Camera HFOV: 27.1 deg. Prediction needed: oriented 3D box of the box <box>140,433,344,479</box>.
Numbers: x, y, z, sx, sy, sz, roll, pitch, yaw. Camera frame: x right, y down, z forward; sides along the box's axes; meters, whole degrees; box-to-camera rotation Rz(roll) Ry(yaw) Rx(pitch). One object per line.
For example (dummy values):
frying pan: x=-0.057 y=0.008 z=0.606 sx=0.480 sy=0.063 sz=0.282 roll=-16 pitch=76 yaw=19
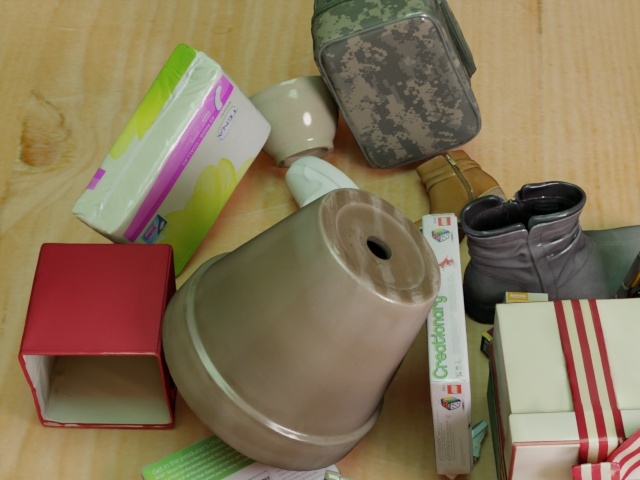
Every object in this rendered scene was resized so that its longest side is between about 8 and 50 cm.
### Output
box: x=-0.061 y=0.379 z=1.727 sx=0.232 sy=0.058 sz=0.322 roll=-24 pitch=57 yaw=-17

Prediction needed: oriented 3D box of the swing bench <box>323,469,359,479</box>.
swing bench: x=0.098 y=0.432 z=1.552 sx=0.253 sy=0.165 sz=0.255 roll=12 pitch=49 yaw=9

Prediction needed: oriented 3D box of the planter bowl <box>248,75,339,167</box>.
planter bowl: x=-0.040 y=-0.181 z=2.119 sx=0.162 sy=0.162 sz=0.109 roll=-15 pitch=79 yaw=-10

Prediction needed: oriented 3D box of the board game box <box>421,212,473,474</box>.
board game box: x=0.171 y=0.136 z=1.800 sx=0.053 sy=0.193 sz=0.305 roll=-3 pitch=43 yaw=5

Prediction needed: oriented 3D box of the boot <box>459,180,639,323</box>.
boot: x=0.363 y=0.002 z=1.909 sx=0.338 sy=0.223 sz=0.118 roll=-16 pitch=52 yaw=-12

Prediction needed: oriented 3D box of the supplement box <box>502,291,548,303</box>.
supplement box: x=0.291 y=0.123 z=1.877 sx=0.062 sy=0.036 sz=0.098 roll=2 pitch=53 yaw=0

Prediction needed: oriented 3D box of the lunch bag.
lunch bag: x=0.116 y=-0.310 z=2.103 sx=0.212 sy=0.305 sz=0.256 roll=-20 pitch=43 yaw=13

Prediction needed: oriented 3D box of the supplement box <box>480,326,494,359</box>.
supplement box: x=0.279 y=0.143 z=1.913 sx=0.083 sy=0.043 sz=0.055 roll=-32 pitch=57 yaw=-22

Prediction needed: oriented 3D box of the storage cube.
storage cube: x=-0.294 y=0.132 z=1.844 sx=0.215 sy=0.184 sz=0.193 roll=0 pitch=50 yaw=2

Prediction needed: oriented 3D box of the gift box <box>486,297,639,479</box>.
gift box: x=0.358 y=0.233 z=1.709 sx=0.276 sy=0.255 sz=0.258 roll=-5 pitch=50 yaw=5

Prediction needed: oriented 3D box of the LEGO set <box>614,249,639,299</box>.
LEGO set: x=0.572 y=0.094 z=1.826 sx=0.255 sy=0.192 sz=0.331 roll=-12 pitch=60 yaw=-12

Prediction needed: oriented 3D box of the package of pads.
package of pads: x=-0.209 y=-0.109 z=1.960 sx=0.101 sy=0.229 sz=0.296 roll=29 pitch=82 yaw=25

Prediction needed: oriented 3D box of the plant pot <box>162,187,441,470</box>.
plant pot: x=0.001 y=0.089 z=1.723 sx=0.323 sy=0.280 sz=0.323 roll=26 pitch=37 yaw=-22

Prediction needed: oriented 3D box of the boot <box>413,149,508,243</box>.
boot: x=0.186 y=-0.063 z=2.063 sx=0.197 sy=0.073 sz=0.152 roll=-15 pitch=53 yaw=-26

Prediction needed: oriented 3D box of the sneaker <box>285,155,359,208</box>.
sneaker: x=0.000 y=0.000 z=1.991 sx=0.169 sy=0.108 sz=0.292 roll=-30 pitch=58 yaw=-24

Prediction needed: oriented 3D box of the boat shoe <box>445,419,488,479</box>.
boat shoe: x=0.201 y=0.287 z=1.812 sx=0.035 sy=0.035 sz=0.100 roll=48 pitch=59 yaw=1
